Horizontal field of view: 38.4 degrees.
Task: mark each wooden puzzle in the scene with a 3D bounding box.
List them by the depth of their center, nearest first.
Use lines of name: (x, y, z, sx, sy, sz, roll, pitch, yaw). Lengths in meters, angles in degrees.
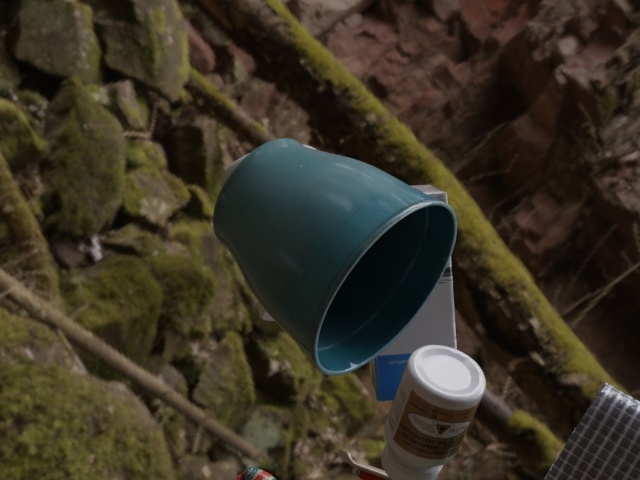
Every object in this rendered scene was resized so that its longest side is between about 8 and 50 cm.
wooden puzzle: (0.154, 0.555, 2.132, 0.238, 0.044, 0.221, 25, -10, 1)

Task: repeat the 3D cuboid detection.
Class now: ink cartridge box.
ink cartridge box: (0.170, 0.091, 1.840, 0.285, 0.166, 0.395, -91, 176, -84)

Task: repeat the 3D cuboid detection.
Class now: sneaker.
sneaker: (-0.111, 0.433, 1.593, 0.075, 0.057, 0.161, 37, -30, 12)

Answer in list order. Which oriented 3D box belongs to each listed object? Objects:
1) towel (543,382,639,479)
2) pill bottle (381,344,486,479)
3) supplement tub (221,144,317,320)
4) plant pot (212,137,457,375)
towel: (0.493, 0.410, 1.497, 0.235, 0.284, 0.121, 30, 4, 21)
pill bottle: (0.177, 0.297, 1.516, 0.131, 0.131, 0.229, 45, -46, 36)
supplement tub: (-0.056, -0.013, 1.604, 0.191, 0.191, 0.272, 112, -35, -71)
plant pot: (0.000, 0.000, 1.249, 0.255, 0.271, 0.272, 37, -24, 28)
